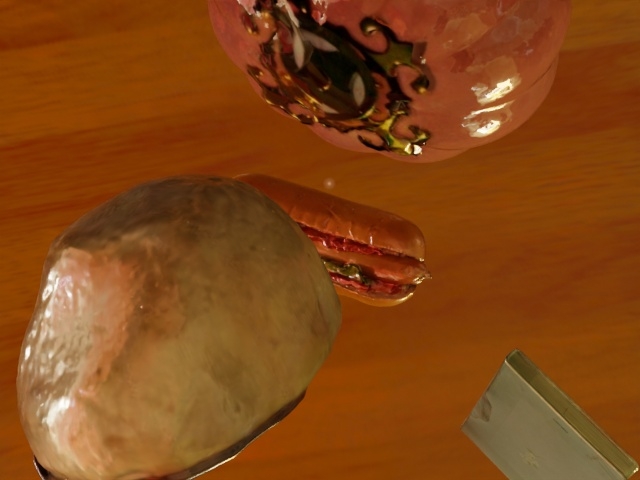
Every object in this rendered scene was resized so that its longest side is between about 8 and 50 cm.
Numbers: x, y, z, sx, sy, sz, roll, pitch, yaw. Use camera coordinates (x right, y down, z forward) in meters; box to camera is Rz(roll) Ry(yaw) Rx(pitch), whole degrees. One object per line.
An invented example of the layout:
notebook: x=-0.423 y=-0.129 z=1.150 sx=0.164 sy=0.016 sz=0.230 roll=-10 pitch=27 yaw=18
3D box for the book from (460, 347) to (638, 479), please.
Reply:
book: x=0.138 y=0.126 z=0.869 sx=0.017 sy=0.135 sz=0.103 roll=-40 pitch=76 yaw=-21

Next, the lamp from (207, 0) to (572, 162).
lamp: x=0.059 y=-0.210 z=1.156 sx=0.305 sy=0.305 sz=0.240 roll=28 pitch=60 yaw=-1

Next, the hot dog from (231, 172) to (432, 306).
hot dog: x=0.000 y=0.000 z=1.306 sx=0.235 sy=0.062 sz=0.092 roll=15 pitch=99 yaw=29

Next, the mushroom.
mushroom: x=-0.107 y=0.050 z=1.036 sx=0.267 sy=0.189 sz=0.164 roll=-31 pitch=113 yaw=-26
